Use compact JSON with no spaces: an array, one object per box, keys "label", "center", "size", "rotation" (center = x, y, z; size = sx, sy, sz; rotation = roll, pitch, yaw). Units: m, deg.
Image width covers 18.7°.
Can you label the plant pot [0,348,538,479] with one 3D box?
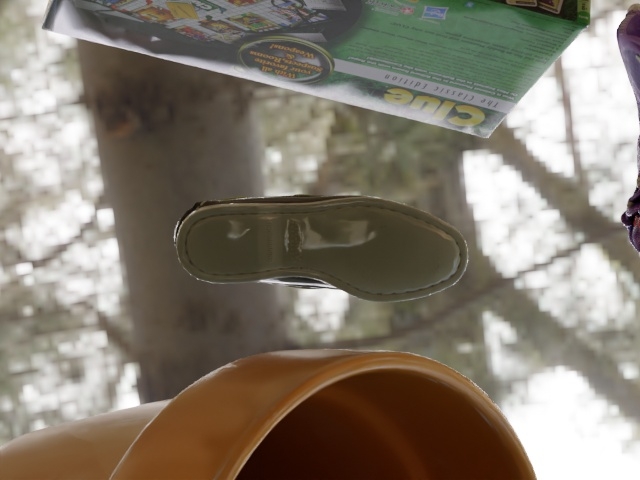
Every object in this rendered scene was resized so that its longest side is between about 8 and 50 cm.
[{"label":"plant pot","center":[-0.045,0.140,0.732],"size":[0.188,0.205,0.205],"rotation":[0,-164,43]}]

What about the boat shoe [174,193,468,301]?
[{"label":"boat shoe","center":[0.000,0.000,1.515],"size":[0.227,0.081,0.069],"rotation":[5,-172,-9]}]

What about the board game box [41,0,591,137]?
[{"label":"board game box","center":[-0.005,-0.121,1.013],"size":[0.259,0.030,0.136],"rotation":[13,151,-15]}]

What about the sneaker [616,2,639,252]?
[{"label":"sneaker","center":[0.173,-0.030,0.923],"size":[0.071,0.170,0.068],"rotation":[-25,-163,-20]}]
